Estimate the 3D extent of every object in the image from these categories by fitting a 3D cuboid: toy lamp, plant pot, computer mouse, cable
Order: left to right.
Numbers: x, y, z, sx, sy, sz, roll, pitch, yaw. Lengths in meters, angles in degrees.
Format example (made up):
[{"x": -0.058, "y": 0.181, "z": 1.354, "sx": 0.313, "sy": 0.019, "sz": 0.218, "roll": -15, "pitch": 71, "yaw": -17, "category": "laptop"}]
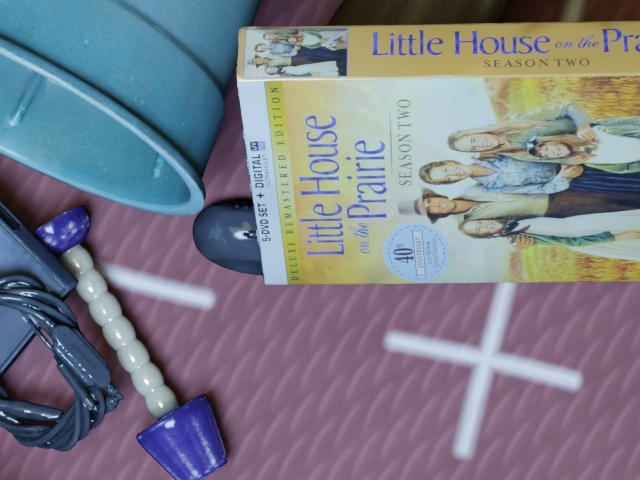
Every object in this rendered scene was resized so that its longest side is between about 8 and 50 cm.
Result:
[{"x": -0.272, "y": 0.108, "z": 1.748, "sx": 0.184, "sy": 0.047, "sz": 0.150, "roll": 46, "pitch": 129, "yaw": -11, "category": "cable"}, {"x": -0.183, "y": -0.248, "z": 1.628, "sx": 0.341, "sy": 0.341, "sz": 0.334, "roll": 23, "pitch": 77, "yaw": 7, "category": "plant pot"}, {"x": -0.176, "y": 0.100, "z": 1.776, "sx": 0.080, "sy": 0.080, "sz": 0.274, "roll": -33, "pitch": 88, "yaw": 9, "category": "toy lamp"}, {"x": 0.000, "y": 0.000, "z": 1.764, "sx": 0.242, "sy": 0.041, "sz": 0.071, "roll": 2, "pitch": 92, "yaw": 8, "category": "computer mouse"}, {"x": 0.083, "y": -0.185, "z": 1.691, "sx": 0.167, "sy": 0.167, "sz": 0.165, "roll": 26, "pitch": 88, "yaw": 7, "category": "plant pot"}]

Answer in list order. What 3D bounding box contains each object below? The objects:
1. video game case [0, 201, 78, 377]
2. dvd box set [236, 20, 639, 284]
[{"x": -0.372, "y": 0.004, "z": 1.790, "sx": 0.274, "sy": 0.026, "sz": 0.196, "roll": 45, "pitch": 123, "yaw": 4, "category": "video game case"}, {"x": 0.150, "y": -0.066, "z": 1.600, "sx": 0.421, "sy": 0.307, "sz": 0.062, "roll": 0, "pitch": 57, "yaw": 2, "category": "dvd box set"}]
